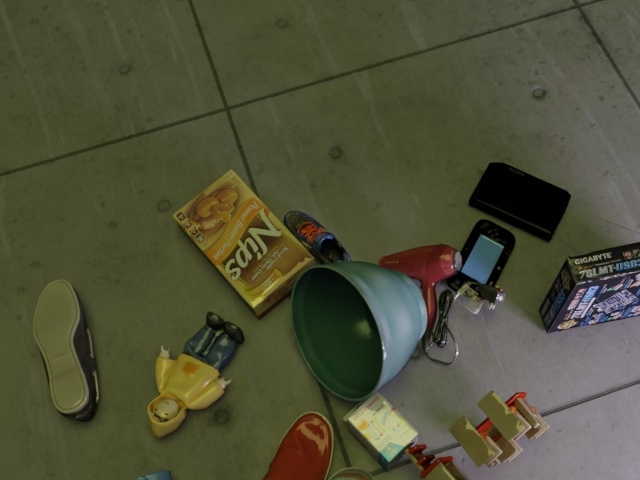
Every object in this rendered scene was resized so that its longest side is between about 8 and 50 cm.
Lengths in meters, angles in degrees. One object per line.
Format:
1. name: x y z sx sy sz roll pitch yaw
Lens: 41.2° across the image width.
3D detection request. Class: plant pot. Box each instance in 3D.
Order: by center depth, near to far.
1. plant pot: 0.102 0.168 1.811 0.196 0.293 0.293 -19 61 -36

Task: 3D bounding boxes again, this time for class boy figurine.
1. boy figurine: -0.290 0.293 1.849 0.177 0.092 0.285 30 65 13

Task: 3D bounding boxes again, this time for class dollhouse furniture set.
1. dollhouse furniture set: 0.308 0.389 1.694 0.259 0.262 0.135 -45 65 11

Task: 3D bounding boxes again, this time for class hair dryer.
1. hair dryer: 0.242 0.113 1.902 0.224 0.080 0.293 -49 57 2

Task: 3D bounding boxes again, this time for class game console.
1. game console: 0.425 -0.011 1.996 0.213 0.044 0.361 26 68 15

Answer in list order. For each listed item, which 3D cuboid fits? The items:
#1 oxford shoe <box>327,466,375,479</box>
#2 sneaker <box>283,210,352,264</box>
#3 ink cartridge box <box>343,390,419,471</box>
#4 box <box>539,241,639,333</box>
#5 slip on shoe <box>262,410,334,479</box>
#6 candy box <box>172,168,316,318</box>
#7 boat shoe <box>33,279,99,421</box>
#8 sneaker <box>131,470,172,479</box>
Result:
1. oxford shoe: -0.013 0.643 1.641 0.169 0.130 0.450 25 69 9
2. sneaker: 0.000 0.000 1.984 0.221 0.087 0.083 40 71 19
3. ink cartridge box: 0.122 0.392 1.781 0.092 0.090 0.143 -41 69 -16
4. box: 0.635 0.093 1.794 0.293 0.296 0.073 -10 63 -2
5. slip on shoe: -0.068 0.497 1.731 0.123 0.101 0.331 24 65 16
6. candy box: -0.176 0.005 1.983 0.183 0.087 0.316 -40 67 -10
7. boat shoe: -0.563 0.248 1.894 0.112 0.096 0.335 -17 59 -3
8. sneaker: -0.400 0.553 1.733 0.232 0.081 0.091 -26 68 -3
